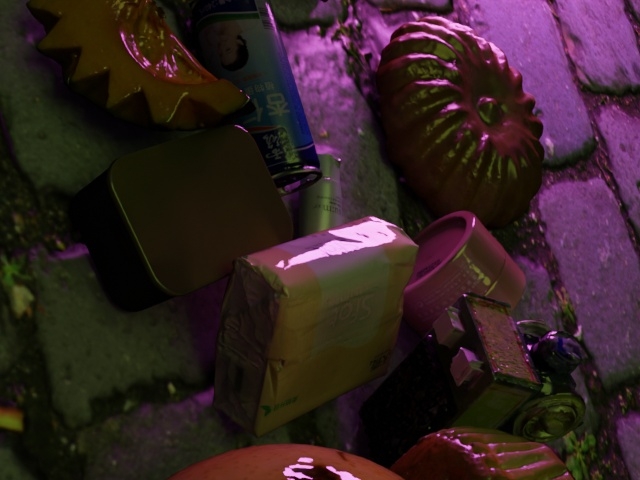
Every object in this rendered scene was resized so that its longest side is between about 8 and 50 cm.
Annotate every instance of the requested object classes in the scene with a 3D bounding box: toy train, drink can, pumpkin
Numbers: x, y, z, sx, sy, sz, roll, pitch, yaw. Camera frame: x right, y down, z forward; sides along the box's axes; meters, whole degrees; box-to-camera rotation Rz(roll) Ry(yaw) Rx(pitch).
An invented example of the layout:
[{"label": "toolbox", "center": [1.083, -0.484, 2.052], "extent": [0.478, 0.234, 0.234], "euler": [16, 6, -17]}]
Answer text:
[{"label": "toy train", "center": [0.164, 0.177, 1.125], "extent": [0.177, 0.261, 0.134], "euler": [17, 37, -28]}, {"label": "drink can", "center": [-0.074, -0.170, 1.169], "extent": [0.097, 0.097, 0.235], "euler": [-7, 76, -46]}, {"label": "pumpkin", "center": [-0.194, -0.176, 1.068], "extent": [0.130, 0.149, 0.254], "euler": [-44, 84, -8]}]

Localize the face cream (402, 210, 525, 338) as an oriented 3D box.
[{"label": "face cream", "center": [0.159, 0.050, 1.249], "extent": [0.104, 0.149, 0.149], "euler": [47, 45, -16]}]

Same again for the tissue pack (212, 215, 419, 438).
[{"label": "tissue pack", "center": [-0.002, 0.083, 1.065], "extent": [0.222, 0.090, 0.186], "euler": [-15, 125, -46]}]

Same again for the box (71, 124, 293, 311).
[{"label": "box", "center": [-0.138, -0.021, 1.035], "extent": [0.201, 0.090, 0.145], "euler": [-27, 90, -48]}]

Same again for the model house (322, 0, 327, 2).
[{"label": "model house", "center": [0.015, -0.448, 1.278], "extent": [0.176, 0.248, 0.181], "euler": [10, 63, -41]}]

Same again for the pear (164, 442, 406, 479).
[{"label": "pear", "center": [-0.019, 0.329, 0.801], "extent": [0.348, 0.348, 0.349], "euler": [21, 57, -37]}]

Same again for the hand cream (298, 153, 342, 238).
[{"label": "hand cream", "center": [0.000, 0.000, 1.194], "extent": [0.078, 0.050, 0.205], "euler": [16, 65, -42]}]

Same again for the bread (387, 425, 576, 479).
[{"label": "bread", "center": [0.132, 0.303, 0.978], "extent": [0.142, 0.253, 0.227], "euler": [7, 48, -42]}]

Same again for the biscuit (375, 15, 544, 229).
[{"label": "biscuit", "center": [0.211, -0.170, 1.449], "extent": [0.325, 0.107, 0.326], "euler": [24, 54, -39]}]
